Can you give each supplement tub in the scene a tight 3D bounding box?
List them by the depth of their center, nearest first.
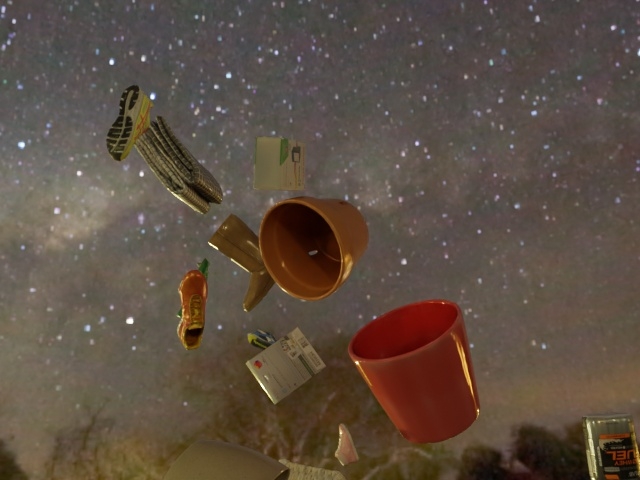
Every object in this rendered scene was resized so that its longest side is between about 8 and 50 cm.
[{"bbox_3d":[0.696,0.509,1.645,0.117,0.190,0.117,-5,-11,-1],"label":"supplement tub"}]

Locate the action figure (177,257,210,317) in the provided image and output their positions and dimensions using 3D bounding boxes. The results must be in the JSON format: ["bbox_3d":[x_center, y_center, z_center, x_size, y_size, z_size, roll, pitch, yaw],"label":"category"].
[{"bbox_3d":[-0.472,0.190,2.551,0.064,0.232,0.137,10,-41,9],"label":"action figure"}]

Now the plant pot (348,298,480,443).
[{"bbox_3d":[0.230,0.300,1.557,0.275,0.243,0.275,-22,13,5],"label":"plant pot"}]

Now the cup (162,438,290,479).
[{"bbox_3d":[-0.272,0.658,1.795,0.237,0.331,0.331,34,-18,18],"label":"cup"}]

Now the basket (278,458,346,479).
[{"bbox_3d":[-0.032,0.911,2.122,0.267,0.328,0.331,-7,-55,40],"label":"basket"}]

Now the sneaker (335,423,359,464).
[{"bbox_3d":[0.074,0.688,2.320,0.070,0.134,0.051,-18,-16,-12],"label":"sneaker"}]

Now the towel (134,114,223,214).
[{"bbox_3d":[-0.436,-0.235,2.142,0.121,0.283,0.235,-39,-16,2],"label":"towel"}]

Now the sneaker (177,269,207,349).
[{"bbox_3d":[-0.254,0.142,1.412,0.064,0.067,0.175,-7,-64,-28],"label":"sneaker"}]

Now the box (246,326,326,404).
[{"bbox_3d":[-0.098,0.359,1.994,0.186,0.145,0.038,-32,-10,-31],"label":"box"}]

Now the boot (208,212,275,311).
[{"bbox_3d":[-0.275,0.079,2.377,0.269,0.236,0.089,39,-19,-5],"label":"boot"}]

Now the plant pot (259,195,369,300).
[{"bbox_3d":[0.000,0.000,1.954,0.291,0.290,0.203,-27,0,40],"label":"plant pot"}]

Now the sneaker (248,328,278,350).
[{"bbox_3d":[-0.162,0.331,2.232,0.144,0.059,0.053,29,-55,19],"label":"sneaker"}]

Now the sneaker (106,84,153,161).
[{"bbox_3d":[-0.493,-0.300,1.833,0.082,0.208,0.094,10,-14,30],"label":"sneaker"}]

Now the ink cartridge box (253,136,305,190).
[{"bbox_3d":[-0.119,-0.227,2.079,0.093,0.154,0.212,3,4,16],"label":"ink cartridge box"}]
